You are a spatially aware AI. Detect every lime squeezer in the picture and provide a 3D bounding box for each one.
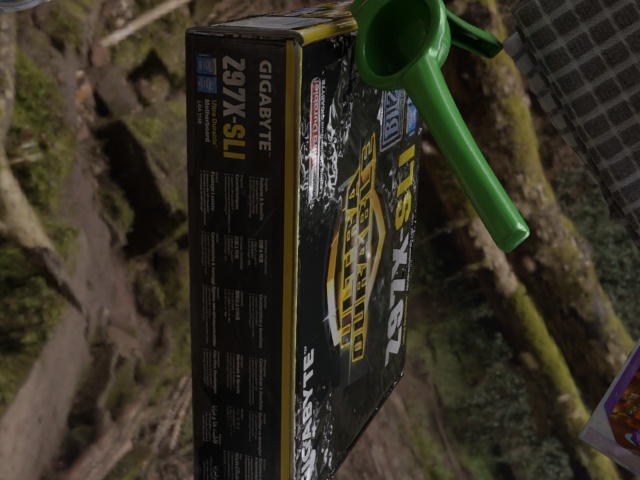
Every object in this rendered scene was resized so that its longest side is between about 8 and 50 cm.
[{"bbox_3d":[0.058,-0.097,0.498,0.110,0.059,0.310,57,20,-18],"label":"lime squeezer"}]

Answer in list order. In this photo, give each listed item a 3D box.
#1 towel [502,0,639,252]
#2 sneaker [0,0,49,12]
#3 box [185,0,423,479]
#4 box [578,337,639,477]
[{"bbox_3d":[0.295,-0.128,0.625,0.235,0.283,0.121,57,19,-7],"label":"towel"},{"bbox_3d":[-0.266,-0.298,0.729,0.085,0.086,0.237,114,-33,-83],"label":"sneaker"},{"bbox_3d":[0.000,0.000,0.651,0.257,0.079,0.322,-40,135,-63],"label":"box"},{"bbox_3d":[0.433,0.192,0.907,0.293,0.201,0.057,32,0,42],"label":"box"}]
